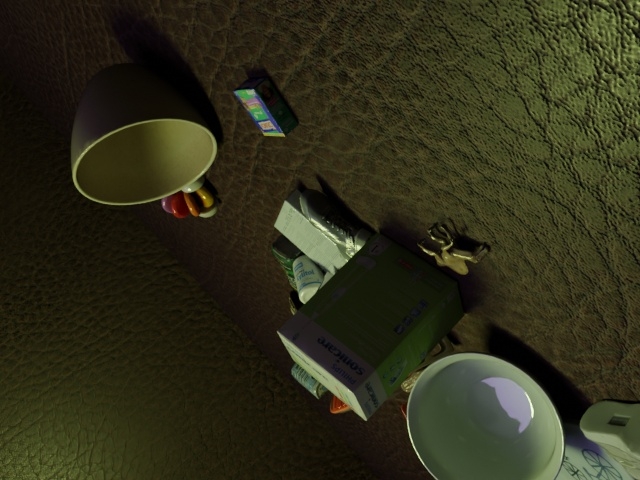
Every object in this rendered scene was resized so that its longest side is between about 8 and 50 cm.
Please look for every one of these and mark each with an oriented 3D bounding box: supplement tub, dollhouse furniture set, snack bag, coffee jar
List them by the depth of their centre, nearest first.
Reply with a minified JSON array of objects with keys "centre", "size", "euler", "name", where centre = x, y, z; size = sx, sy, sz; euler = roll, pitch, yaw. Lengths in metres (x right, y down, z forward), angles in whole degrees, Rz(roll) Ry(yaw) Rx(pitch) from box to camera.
[{"centre":[0.531,0.455,1.491],"size":[0.323,0.037,0.342],"euler":[49,163,-6],"name":"snack bag"},{"centre":[0.220,0.251,1.660],"size":[0.374,0.152,0.201],"euler":[62,166,10],"name":"dollhouse furniture set"},{"centre":[-0.025,0.094,1.824],"size":[0.071,0.071,0.107],"euler":[66,-175,-47],"name":"supplement tub"},{"centre":[-0.052,0.067,1.941],"size":[0.096,0.079,0.184],"euler":[34,159,40],"name":"coffee jar"}]

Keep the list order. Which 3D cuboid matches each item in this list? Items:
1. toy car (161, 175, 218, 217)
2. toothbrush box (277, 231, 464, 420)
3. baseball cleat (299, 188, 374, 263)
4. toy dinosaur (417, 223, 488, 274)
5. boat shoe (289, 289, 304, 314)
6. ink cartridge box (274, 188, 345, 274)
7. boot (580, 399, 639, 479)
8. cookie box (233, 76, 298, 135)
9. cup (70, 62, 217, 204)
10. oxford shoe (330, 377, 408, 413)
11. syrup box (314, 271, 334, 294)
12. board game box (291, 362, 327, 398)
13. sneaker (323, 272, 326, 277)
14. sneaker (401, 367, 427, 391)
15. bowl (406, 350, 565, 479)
[{"centre":[-0.396,-0.129,2.223],"size":[0.182,0.136,0.159],"euler":[32,158,41],"name":"toy car"},{"centre":[0.097,0.154,1.431],"size":[0.206,0.283,0.122],"euler":[33,158,36],"name":"toothbrush box"},{"centre":[0.048,-0.028,1.537],"size":[0.206,0.072,0.109],"euler":[49,150,-21],"name":"baseball cleat"},{"centre":[0.206,0.023,1.269],"size":[0.092,0.053,0.183],"euler":[47,163,-5],"name":"toy dinosaur"},{"centre":[-0.011,0.218,2.166],"size":[0.257,0.095,0.095],"euler":[30,151,44],"name":"boat shoe"},{"centre":[0.000,0.000,1.719],"size":[0.224,0.045,0.223],"euler":[43,164,1],"name":"ink cartridge box"},{"centre":[0.511,0.316,1.163],"size":[0.123,0.095,0.258],"euler":[42,172,-5],"name":"boot"},{"centre":[-0.101,-0.246,1.418],"size":[0.107,0.040,0.092],"euler":[54,161,-24],"name":"cookie box"},{"centre":[-0.437,-0.270,1.787],"size":[0.331,0.331,0.237],"euler":[88,160,-65],"name":"cup"},{"centre":[0.137,0.409,2.040],"size":[0.098,0.097,0.271],"euler":[36,129,-26],"name":"oxford shoe"},{"centre":[0.056,0.168,1.795],"size":[0.096,0.093,0.237],"euler":[22,163,19],"name":"syrup box"},{"centre":[0.028,0.343,2.155],"size":[0.194,0.194,0.060],"euler":[25,153,57],"name":"board game box"},{"centre":[0.004,0.162,1.925],"size":[0.068,0.071,0.170],"euler":[14,125,16],"name":"sneaker"},{"centre":[0.252,0.327,1.880],"size":[0.042,0.067,0.118],"euler":[50,133,-3],"name":"sneaker"},{"centre":[0.324,0.335,1.447],"size":[0.298,0.298,0.134],"euler":[42,-154,16],"name":"bowl"}]
